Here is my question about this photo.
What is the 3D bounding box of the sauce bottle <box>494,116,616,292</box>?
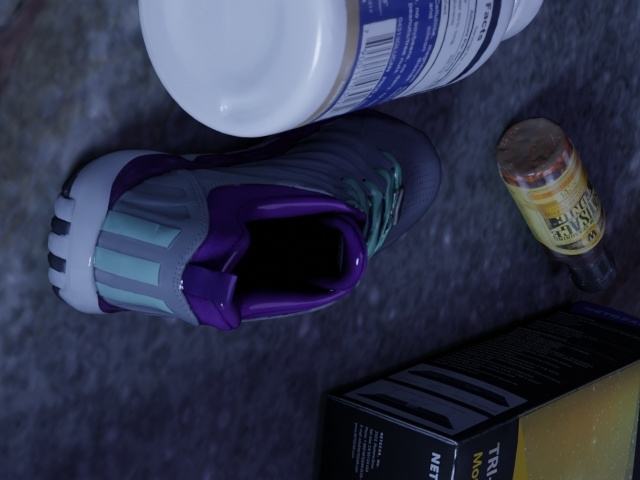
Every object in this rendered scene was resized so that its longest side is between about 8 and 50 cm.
[{"bbox_3d":[0.131,-0.015,0.883,0.042,0.042,0.128,-60,142,-17],"label":"sauce bottle"}]

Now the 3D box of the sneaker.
[{"bbox_3d":[0.000,0.000,0.663,0.224,0.098,0.083,-17,118,-49],"label":"sneaker"}]

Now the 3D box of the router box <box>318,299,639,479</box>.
[{"bbox_3d":[0.091,0.207,0.889,0.243,0.081,0.308,-16,117,-50],"label":"router box"}]

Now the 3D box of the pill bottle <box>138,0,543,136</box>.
[{"bbox_3d":[0.018,-0.100,0.649,0.169,0.094,0.094,-20,120,-49],"label":"pill bottle"}]
